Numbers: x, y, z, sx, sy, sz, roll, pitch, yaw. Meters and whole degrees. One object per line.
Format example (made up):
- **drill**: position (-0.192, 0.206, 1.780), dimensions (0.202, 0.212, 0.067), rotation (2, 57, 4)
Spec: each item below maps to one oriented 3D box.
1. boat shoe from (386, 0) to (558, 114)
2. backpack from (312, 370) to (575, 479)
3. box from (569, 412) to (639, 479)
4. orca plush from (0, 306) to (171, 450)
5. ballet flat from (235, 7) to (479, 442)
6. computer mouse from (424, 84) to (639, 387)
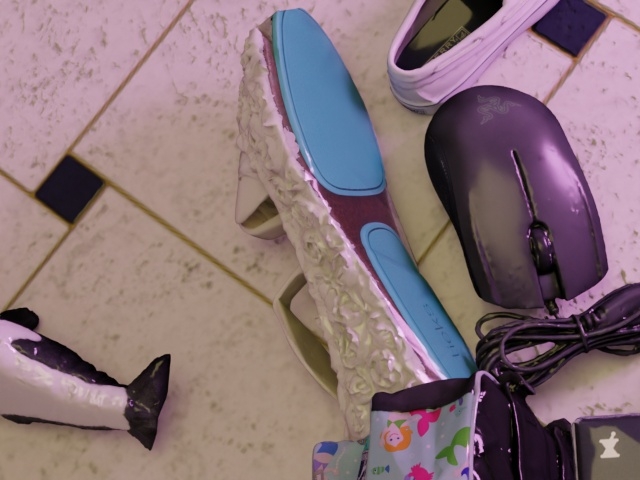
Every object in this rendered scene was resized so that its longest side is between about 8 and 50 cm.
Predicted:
- **boat shoe**: position (0.151, -0.223, 1.529), dimensions (0.095, 0.084, 0.258), rotation (32, 82, 20)
- **backpack**: position (0.100, 0.249, 1.294), dimensions (0.191, 0.225, 0.253), rotation (-19, 53, 21)
- **box**: position (0.334, 0.225, 1.234), dimensions (0.296, 0.294, 0.183), rotation (-5, 71, 11)
- **orca plush**: position (-0.260, 0.083, 1.516), dimensions (0.287, 0.151, 0.102), rotation (4, 42, 17)
- **ballet flat**: position (0.000, 0.000, 1.469), dimensions (0.147, 0.147, 0.409), rotation (-24, 71, 4)
- **computer mouse**: position (0.176, -0.025, 1.453), dimensions (0.188, 0.072, 0.272), rotation (-19, 66, -9)
